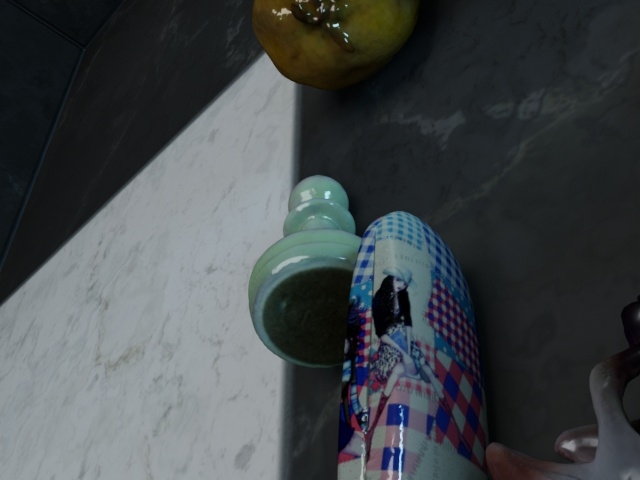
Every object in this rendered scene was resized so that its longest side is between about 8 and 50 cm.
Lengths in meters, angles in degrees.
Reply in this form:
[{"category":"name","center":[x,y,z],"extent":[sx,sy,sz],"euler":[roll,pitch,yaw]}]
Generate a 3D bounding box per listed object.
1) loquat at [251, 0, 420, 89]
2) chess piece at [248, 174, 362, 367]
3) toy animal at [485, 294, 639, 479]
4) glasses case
[{"category":"loquat","center":[0.022,-0.300,0.895],"extent":[0.238,0.193,0.238],"euler":[-31,20,13]},{"category":"chess piece","center":[0.000,0.000,0.751],"extent":[0.139,0.139,0.272],"euler":[-44,22,22]},{"category":"toy animal","center":[0.196,0.159,0.345],"extent":[0.195,0.090,0.324],"euler":[-32,40,21]},{"category":"glasses case","center":[0.072,0.123,0.516],"extent":[0.076,0.125,0.327],"euler":[-22,46,32]}]
